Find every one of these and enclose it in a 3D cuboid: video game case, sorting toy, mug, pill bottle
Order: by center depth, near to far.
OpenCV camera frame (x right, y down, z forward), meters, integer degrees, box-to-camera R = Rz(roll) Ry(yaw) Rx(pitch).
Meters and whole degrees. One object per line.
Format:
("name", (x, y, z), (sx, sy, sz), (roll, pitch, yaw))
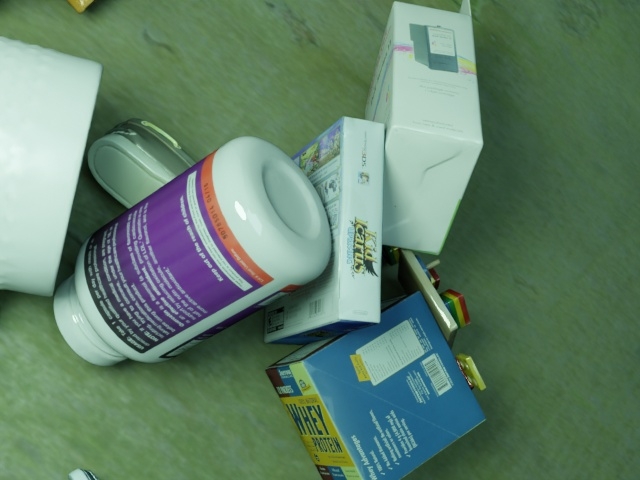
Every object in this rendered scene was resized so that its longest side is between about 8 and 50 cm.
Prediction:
("mug", (-0.446, -0.058, 1.027), (0.328, 0.276, 0.374), (13, 104, -15))
("pill bottle", (-0.158, 0.027, 1.076), (0.181, 0.323, 0.181), (43, 30, -33))
("video game case", (0.000, 0.000, 1.182), (0.061, 0.269, 0.244), (6, 77, -21))
("sorting toy", (0.164, 0.084, 1.266), (0.046, 0.132, 0.274), (-27, 69, -7))

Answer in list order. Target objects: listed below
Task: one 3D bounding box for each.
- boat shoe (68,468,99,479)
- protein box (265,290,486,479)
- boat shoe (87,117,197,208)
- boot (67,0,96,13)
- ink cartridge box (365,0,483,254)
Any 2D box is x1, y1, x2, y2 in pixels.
("boat shoe", (-0.230, 0.339, 1.127), (0.083, 0.065, 0.183), (-36, 100, -28))
("protein box", (0.073, 0.207, 1.242), (0.201, 0.136, 0.200), (-28, 91, -26))
("boat shoe", (-0.164, -0.039, 1.210), (0.305, 0.109, 0.091), (44, 39, -9))
("boot", (-0.307, -0.459, 1.259), (0.211, 0.104, 0.295), (46, 58, -21))
("ink cartridge box", (0.132, -0.181, 1.269), (0.119, 0.207, 0.353), (10, 45, -4))
